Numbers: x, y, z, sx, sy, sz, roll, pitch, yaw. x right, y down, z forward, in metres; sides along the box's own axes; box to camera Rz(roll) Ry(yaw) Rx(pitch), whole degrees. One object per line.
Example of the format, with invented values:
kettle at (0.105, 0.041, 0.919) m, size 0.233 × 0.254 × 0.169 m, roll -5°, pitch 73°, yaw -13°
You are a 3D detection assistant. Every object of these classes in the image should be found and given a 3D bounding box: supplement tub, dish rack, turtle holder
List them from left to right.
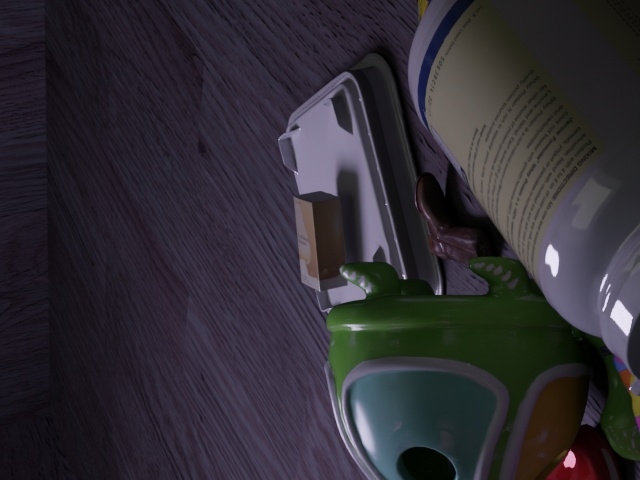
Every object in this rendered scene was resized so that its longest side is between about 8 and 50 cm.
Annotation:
dish rack at (0.038, -0.046, 1.691) m, size 0.285 × 0.072 × 0.332 m, roll -27°, pitch 76°, yaw 65°
turtle holder at (0.164, 0.141, 1.278) m, size 0.243 × 0.320 × 0.227 m, roll 100°, pitch 172°, yaw -82°
supplement tub at (0.234, -0.073, 1.019) m, size 0.235 × 0.235 × 0.324 m, roll 103°, pitch 147°, yaw -43°

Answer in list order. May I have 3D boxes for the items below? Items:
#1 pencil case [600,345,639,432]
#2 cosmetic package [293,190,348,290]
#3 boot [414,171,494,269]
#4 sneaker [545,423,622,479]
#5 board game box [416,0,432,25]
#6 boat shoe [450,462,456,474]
pencil case at (0.316, 0.179, 1.099) m, size 0.104 × 0.104 × 0.236 m, roll -43°, pitch 64°, yaw 63°
cosmetic package at (0.000, 0.000, 1.653) m, size 0.060 × 0.041 × 0.115 m, roll -160°, pitch 61°, yaw -64°
boot at (0.151, -0.019, 1.479) m, size 0.114 × 0.037 × 0.106 m, roll 27°, pitch 137°, yaw 65°
sneaker at (0.224, 0.293, 1.326) m, size 0.087 × 0.128 × 0.221 m, roll -141°, pitch 45°, yaw -57°
board game box at (0.133, -0.339, 1.320) m, size 0.194 × 0.060 × 0.194 m, roll 101°, pitch 169°, yaw -63°
boat shoe at (0.134, 0.270, 1.532) m, size 0.335 × 0.121 × 0.119 m, roll -149°, pitch 48°, yaw -63°
